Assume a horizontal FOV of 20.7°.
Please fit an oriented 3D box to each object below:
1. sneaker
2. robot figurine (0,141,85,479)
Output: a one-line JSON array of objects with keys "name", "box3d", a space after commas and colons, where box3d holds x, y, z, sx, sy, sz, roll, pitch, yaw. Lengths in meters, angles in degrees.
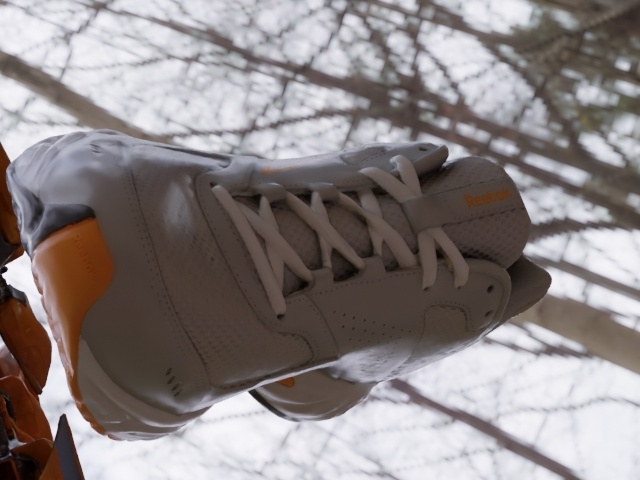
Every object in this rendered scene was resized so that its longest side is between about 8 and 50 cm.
[{"name": "sneaker", "box3d": [0.000, 0.000, 0.567, 0.262, 0.121, 0.099, 8, -118, -70]}, {"name": "robot figurine", "box3d": [-0.139, 0.062, 0.687, 0.085, 0.211, 0.291, -17, -76, -14]}]
